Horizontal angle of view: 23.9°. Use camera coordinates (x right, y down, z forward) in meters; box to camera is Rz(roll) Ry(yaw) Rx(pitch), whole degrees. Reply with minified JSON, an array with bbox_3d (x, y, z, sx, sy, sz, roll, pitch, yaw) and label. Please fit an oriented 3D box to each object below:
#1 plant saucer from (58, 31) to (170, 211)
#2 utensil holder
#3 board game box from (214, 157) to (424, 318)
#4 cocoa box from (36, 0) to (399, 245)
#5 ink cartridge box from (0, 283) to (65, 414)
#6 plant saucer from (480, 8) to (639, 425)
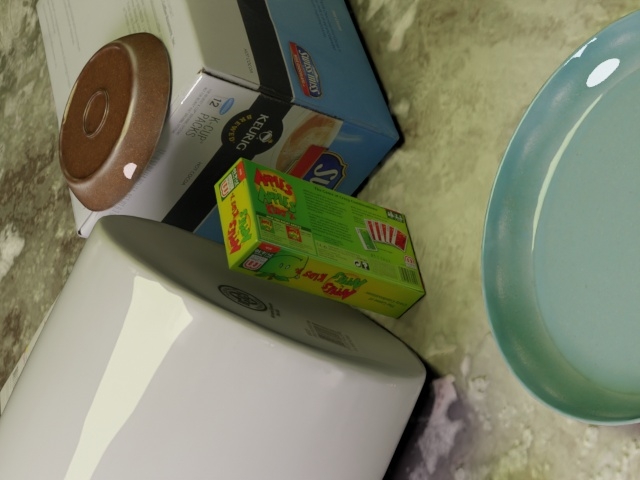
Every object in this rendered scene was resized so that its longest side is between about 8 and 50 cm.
[{"bbox_3d":[-0.191,-0.110,1.351,0.168,0.029,0.168,-25,57,47],"label":"plant saucer"},{"bbox_3d":[-0.130,0.212,1.267,0.327,0.327,0.386,36,103,55],"label":"utensil holder"},{"bbox_3d":[0.000,0.000,1.303,0.043,0.181,0.092,-45,43,34],"label":"board game box"},{"bbox_3d":[-0.112,-0.170,1.495,0.231,0.228,0.347,-49,41,31],"label":"cocoa box"},{"bbox_3d":[-0.306,0.151,1.760,0.181,0.061,0.104,-56,28,23],"label":"ink cartridge box"},{"bbox_3d":[0.240,-0.019,1.099,0.317,0.043,0.318,-27,55,46],"label":"plant saucer"}]
